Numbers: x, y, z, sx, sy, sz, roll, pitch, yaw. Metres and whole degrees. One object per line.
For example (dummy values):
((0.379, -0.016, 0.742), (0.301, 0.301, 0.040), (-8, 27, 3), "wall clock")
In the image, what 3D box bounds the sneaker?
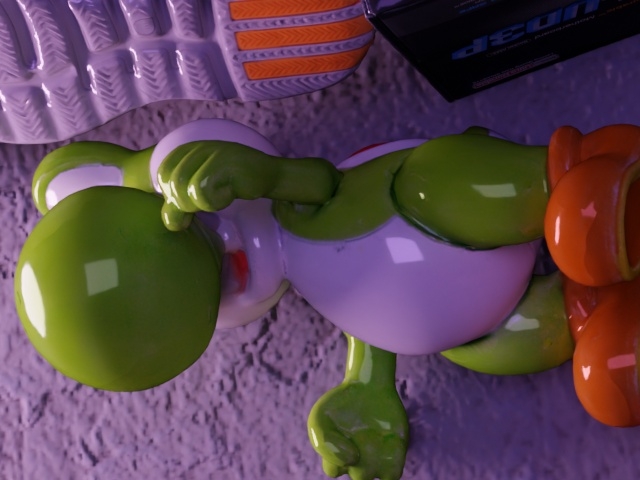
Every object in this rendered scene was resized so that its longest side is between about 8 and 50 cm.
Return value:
((-0.119, -0.159, 1.108), (0.321, 0.125, 0.180), (-1, 45, 6), "sneaker")

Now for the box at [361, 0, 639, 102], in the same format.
((0.140, -0.150, 1.010), (0.220, 0.175, 0.051), (-19, 75, 13), "box")

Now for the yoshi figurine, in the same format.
((-0.008, 0.024, 1.014), (0.362, 0.203, 0.204), (4, 86, 22), "yoshi figurine")
